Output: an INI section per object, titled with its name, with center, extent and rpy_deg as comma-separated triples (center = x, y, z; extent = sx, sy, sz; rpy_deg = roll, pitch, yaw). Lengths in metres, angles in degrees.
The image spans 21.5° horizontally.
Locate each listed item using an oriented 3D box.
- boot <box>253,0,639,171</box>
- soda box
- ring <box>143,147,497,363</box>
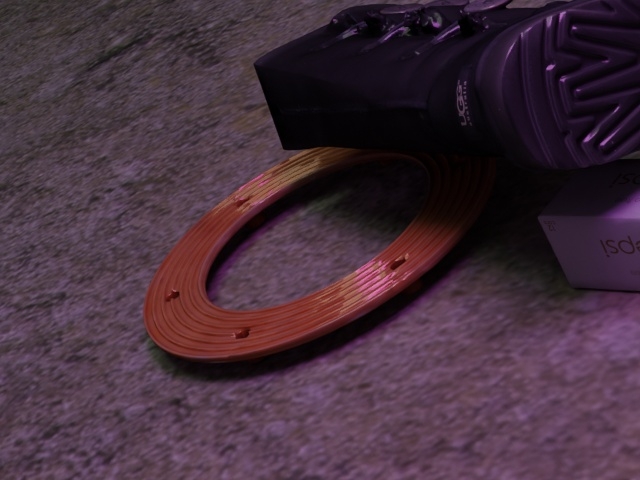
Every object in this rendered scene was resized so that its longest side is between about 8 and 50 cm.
[boot]
center = 0.191, -0.143, 1.363
extent = 0.367, 0.146, 0.445
rpy_deg = -9, 6, -22
[soda box]
center = 0.261, -0.010, 1.159
extent = 0.216, 0.069, 0.074
rpy_deg = 1, 39, 48
[ring]
center = 0.000, 0.000, 1.455
extent = 0.336, 0.032, 0.336
rpy_deg = -24, 26, 13
